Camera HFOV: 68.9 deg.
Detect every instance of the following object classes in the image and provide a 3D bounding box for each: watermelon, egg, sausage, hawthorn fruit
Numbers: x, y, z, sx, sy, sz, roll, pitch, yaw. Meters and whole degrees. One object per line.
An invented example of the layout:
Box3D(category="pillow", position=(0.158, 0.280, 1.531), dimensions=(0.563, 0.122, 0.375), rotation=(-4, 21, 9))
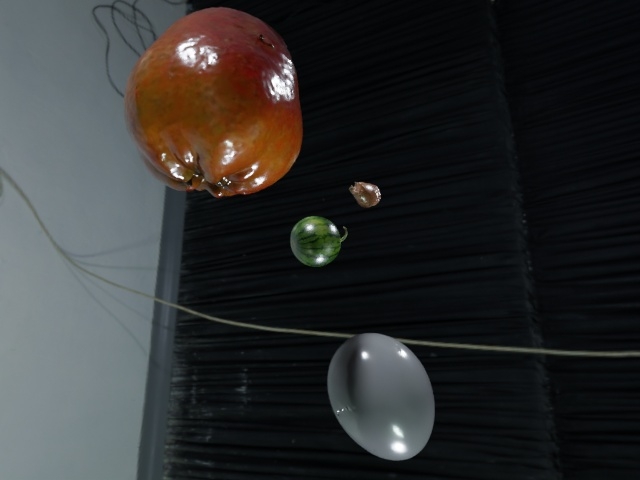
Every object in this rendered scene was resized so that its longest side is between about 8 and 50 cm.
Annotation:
Box3D(category="watermelon", position=(-0.006, 0.003, 0.900), dimensions=(0.109, 0.108, 0.109), rotation=(30, 56, -57))
Box3D(category="egg", position=(0.091, 0.228, 0.681), dimensions=(0.199, 0.146, 0.146), rotation=(63, 30, -9))
Box3D(category="sausage", position=(0.071, -0.071, 0.723), dimensions=(0.158, 0.042, 0.036), rotation=(-24, 130, -77))
Box3D(category="hawthorn fruit", position=(-0.127, -0.183, 0.587), dimensions=(0.224, 0.224, 0.261), rotation=(34, 57, -55))
